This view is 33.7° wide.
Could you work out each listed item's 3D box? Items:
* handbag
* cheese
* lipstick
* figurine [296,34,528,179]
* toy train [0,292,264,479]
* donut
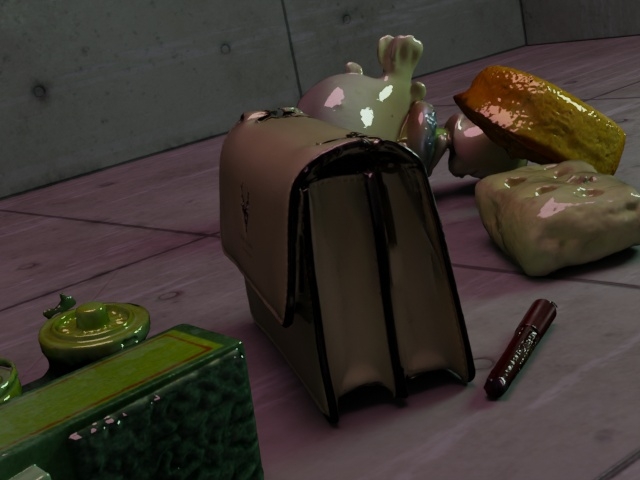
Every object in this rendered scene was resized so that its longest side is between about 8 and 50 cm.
[{"bbox_3d":[0.000,0.000,1.027,0.160,0.236,0.358,-12,14,-12],"label":"handbag"},{"bbox_3d":[0.280,-0.037,1.257,0.159,0.093,0.263,-11,13,-4],"label":"cheese"},{"bbox_3d":[0.179,0.096,0.945,0.027,0.027,0.176,-4,17,28],"label":"lipstick"},{"bbox_3d":[0.152,-0.172,1.615,0.394,0.274,0.226,6,16,-4],"label":"figurine"},{"bbox_3d":[-0.173,0.147,0.752,0.272,0.159,0.188,-22,24,-40],"label":"toy train"},{"bbox_3d":[0.303,-0.153,1.466,0.253,0.118,0.253,25,9,-4],"label":"donut"}]
